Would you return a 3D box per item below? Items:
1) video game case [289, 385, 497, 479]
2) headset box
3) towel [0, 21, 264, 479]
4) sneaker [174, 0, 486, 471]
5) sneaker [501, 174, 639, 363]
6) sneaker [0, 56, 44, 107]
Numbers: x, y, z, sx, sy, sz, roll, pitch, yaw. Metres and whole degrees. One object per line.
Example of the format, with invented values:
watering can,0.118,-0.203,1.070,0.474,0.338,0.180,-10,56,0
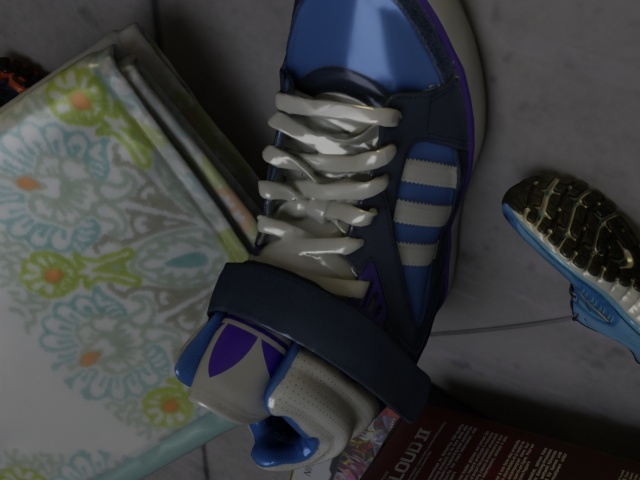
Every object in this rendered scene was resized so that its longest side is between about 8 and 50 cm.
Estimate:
video game case,0.104,0.234,0.873,0.274,0.035,0.248,29,138,15
headset box,0.164,0.261,0.734,0.293,0.110,0.218,11,131,32
towel,-0.196,0.049,0.767,0.374,0.090,0.320,-31,114,14
sneaker,0.000,0.000,0.590,0.130,0.236,0.323,17,135,26
sneaker,0.175,0.028,0.613,0.162,0.063,0.073,43,143,-1
sneaker,-0.221,-0.070,0.837,0.221,0.083,0.087,42,152,9
